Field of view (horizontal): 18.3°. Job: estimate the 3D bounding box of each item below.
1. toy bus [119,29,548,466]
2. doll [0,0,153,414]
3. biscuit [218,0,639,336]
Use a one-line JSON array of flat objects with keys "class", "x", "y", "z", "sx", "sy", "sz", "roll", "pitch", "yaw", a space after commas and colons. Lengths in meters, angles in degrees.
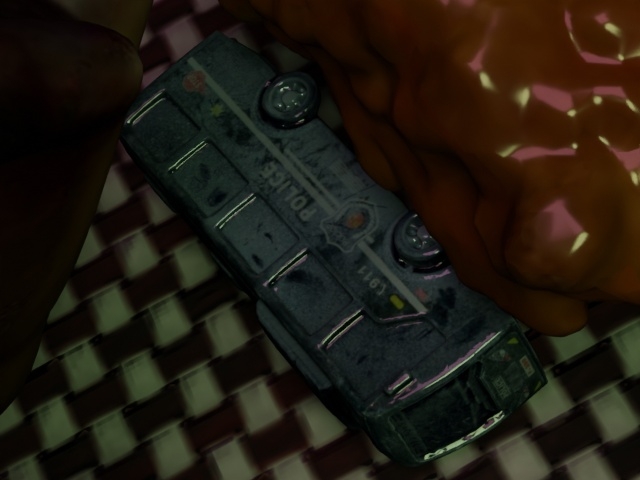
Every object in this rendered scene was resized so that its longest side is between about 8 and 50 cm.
[{"class": "toy bus", "x": 0.000, "y": 0.000, "z": 0.624, "sx": 0.065, "sy": 0.047, "sz": 0.166, "roll": -39, "pitch": 52, "yaw": -5}, {"class": "doll", "x": -0.204, "y": -0.069, "z": 0.564, "sx": 0.339, "sy": 0.318, "sz": 0.209, "roll": 14, "pitch": 89, "yaw": 2}, {"class": "biscuit", "x": 0.110, "y": -0.141, "z": 0.614, "sx": 0.312, "sy": 0.110, "sz": 0.318, "roll": -30, "pitch": 51, "yaw": -13}]
